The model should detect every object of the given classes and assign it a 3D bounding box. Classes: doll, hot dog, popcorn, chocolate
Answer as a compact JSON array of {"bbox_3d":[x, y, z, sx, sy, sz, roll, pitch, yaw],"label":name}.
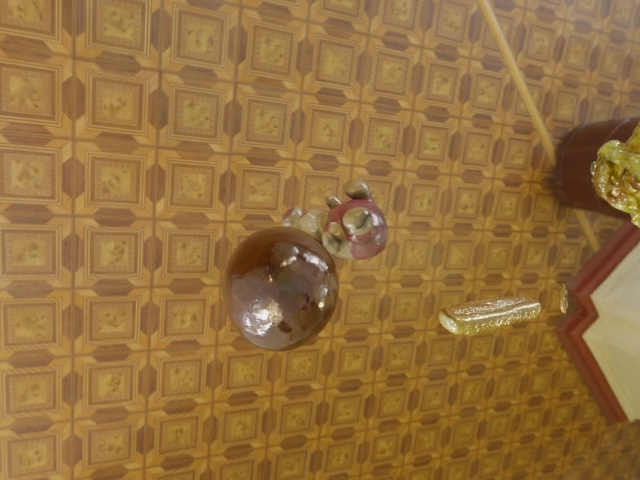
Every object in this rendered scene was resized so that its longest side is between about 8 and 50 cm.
[{"bbox_3d":[-0.002,-0.003,0.887,0.256,0.196,0.152,-27,84,21],"label":"doll"},{"bbox_3d":[0.385,0.168,1.029,0.286,0.088,0.061,-3,108,-25],"label":"hot dog"},{"bbox_3d":[0.943,-0.178,1.240,0.321,0.326,0.289,36,75,-30],"label":"popcorn"},{"bbox_3d":[-0.052,0.062,0.591,0.177,0.177,0.176,-6,105,-22],"label":"chocolate"}]

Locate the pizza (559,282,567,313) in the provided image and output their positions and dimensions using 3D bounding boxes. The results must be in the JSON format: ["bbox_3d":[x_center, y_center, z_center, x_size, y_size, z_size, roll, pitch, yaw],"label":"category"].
[{"bbox_3d":[0.648,0.153,1.219,0.037,0.016,0.083,15,75,-45],"label":"pizza"}]
